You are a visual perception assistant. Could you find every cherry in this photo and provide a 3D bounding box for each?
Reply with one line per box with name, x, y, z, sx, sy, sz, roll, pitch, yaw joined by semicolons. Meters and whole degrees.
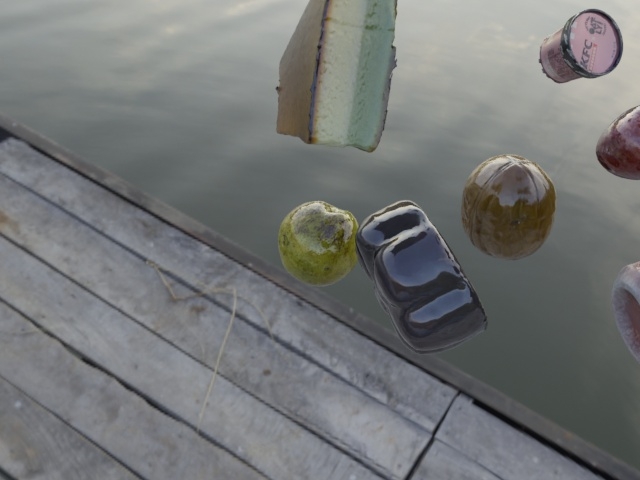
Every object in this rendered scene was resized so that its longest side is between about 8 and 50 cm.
cherry;0.408;-0.123;0.800;0.107;0.090;0.225;-18;2;-14

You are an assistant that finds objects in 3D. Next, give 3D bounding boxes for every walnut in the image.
walnut;0.333;-0.056;1.217;0.168;0.207;0.167;-4;40;3

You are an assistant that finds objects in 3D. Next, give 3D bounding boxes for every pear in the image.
pear;0.000;0.000;1.572;0.198;0.197;0.197;7;40;-6

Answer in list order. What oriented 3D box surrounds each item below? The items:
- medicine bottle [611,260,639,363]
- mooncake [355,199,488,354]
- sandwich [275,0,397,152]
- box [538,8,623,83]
medicine bottle;0.488;0.066;0.804;0.247;0.147;0.147;-16;43;1
mooncake;0.149;0.058;1.036;0.134;0.244;0.244;-26;47;-1
sandwich;0.016;-0.237;0.899;0.108;0.219;0.186;4;13;-20
box;0.590;-0.436;1.568;0.151;0.151;0.135;-3;-1;-18
